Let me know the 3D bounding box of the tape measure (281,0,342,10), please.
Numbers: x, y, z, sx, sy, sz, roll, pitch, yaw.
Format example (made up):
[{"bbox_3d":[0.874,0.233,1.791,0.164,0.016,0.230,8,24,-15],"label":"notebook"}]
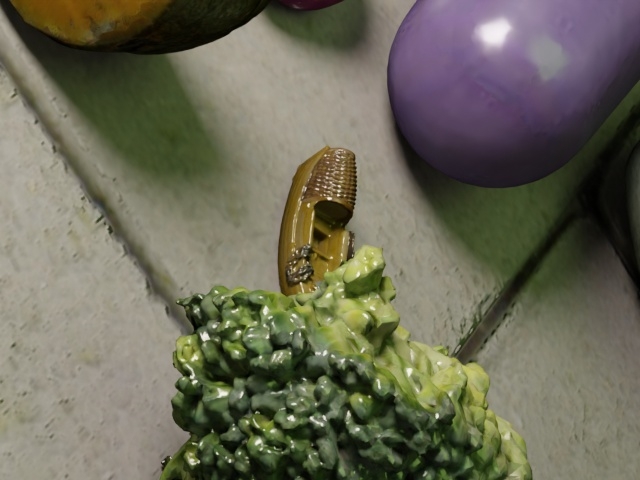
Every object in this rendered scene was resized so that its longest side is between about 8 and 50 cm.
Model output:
[{"bbox_3d":[-0.011,-0.233,1.364,0.125,0.074,0.118,-19,89,-49],"label":"tape measure"}]

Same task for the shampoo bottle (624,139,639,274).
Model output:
[{"bbox_3d":[0.430,-0.013,1.573,0.322,0.322,0.317,-23,80,-51],"label":"shampoo bottle"}]

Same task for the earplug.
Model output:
[{"bbox_3d":[0.205,-0.205,1.504,0.215,0.215,0.456,55,44,-16],"label":"earplug"}]

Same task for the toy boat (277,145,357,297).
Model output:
[{"bbox_3d":[0.000,0.000,1.291,0.047,0.049,0.149,30,53,-38],"label":"toy boat"}]

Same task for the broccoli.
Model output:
[{"bbox_3d":[0.018,0.129,1.145,0.248,0.288,0.245,11,41,-5],"label":"broccoli"}]

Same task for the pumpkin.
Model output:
[{"bbox_3d":[-0.153,-0.212,1.172,0.131,0.126,0.248,-32,79,-43],"label":"pumpkin"}]
